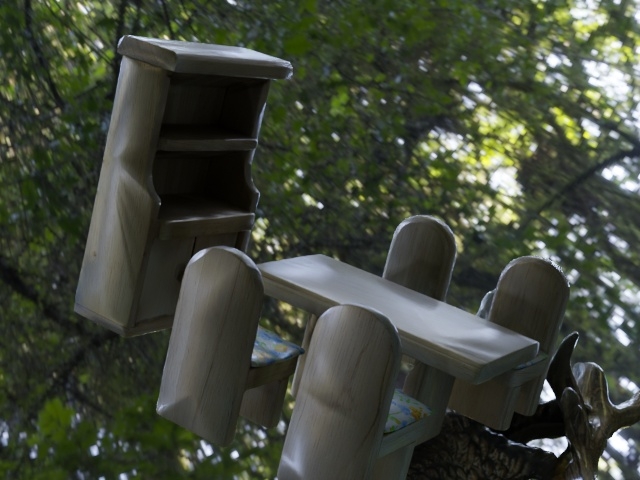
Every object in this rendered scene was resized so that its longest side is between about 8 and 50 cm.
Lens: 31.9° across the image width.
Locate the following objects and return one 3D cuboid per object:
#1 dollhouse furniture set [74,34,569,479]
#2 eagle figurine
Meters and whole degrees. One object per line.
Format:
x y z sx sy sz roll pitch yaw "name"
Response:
0.000 0.000 0.600 0.212 0.242 0.161 -9 -64 -57 "dollhouse furniture set"
0.093 0.191 0.900 0.298 0.225 0.226 -20 -35 31 "eagle figurine"
